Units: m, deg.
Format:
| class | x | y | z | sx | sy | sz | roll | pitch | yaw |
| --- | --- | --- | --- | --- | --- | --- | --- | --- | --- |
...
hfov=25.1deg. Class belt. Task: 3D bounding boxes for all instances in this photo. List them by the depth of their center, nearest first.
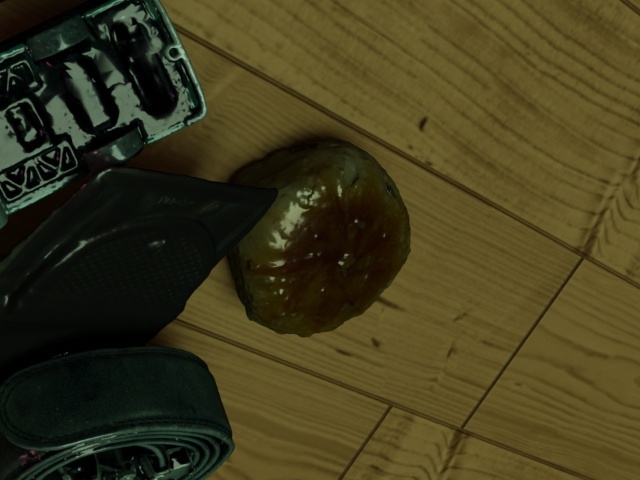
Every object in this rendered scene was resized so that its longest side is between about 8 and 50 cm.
| class | x | y | z | sx | sy | sz | roll | pitch | yaw |
| --- | --- | --- | --- | --- | --- | --- | --- | --- | --- |
| belt | -0.199 | 0.180 | 1.289 | 0.206 | 0.116 | 0.267 | -33 | 154 | 21 |

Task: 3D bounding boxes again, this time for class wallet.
| class | x | y | z | sx | sy | sz | roll | pitch | yaw |
| --- | --- | --- | --- | --- | --- | --- | --- | --- | --- |
| wallet | -0.196 | 0.051 | 1.216 | 0.323 | 0.041 | 0.247 | -41 | 154 | 25 |

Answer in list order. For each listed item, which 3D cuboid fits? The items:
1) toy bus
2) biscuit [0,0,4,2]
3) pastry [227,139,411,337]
| class | x | y | z | sx | sy | sz | roll | pitch | yaw |
| --- | --- | --- | --- | --- | --- | --- | --- | --- | --- |
| toy bus | -0.233 | -0.097 | 1.122 | 0.256 | 0.147 | 0.128 | -29 | 107 | -13 |
| biscuit | -0.252 | -0.262 | 1.054 | 0.212 | 0.036 | 0.212 | -13 | 136 | -13 |
| pastry | 0.000 | 0.000 | 1.372 | 0.182 | 0.093 | 0.192 | -27 | 129 | -19 |
